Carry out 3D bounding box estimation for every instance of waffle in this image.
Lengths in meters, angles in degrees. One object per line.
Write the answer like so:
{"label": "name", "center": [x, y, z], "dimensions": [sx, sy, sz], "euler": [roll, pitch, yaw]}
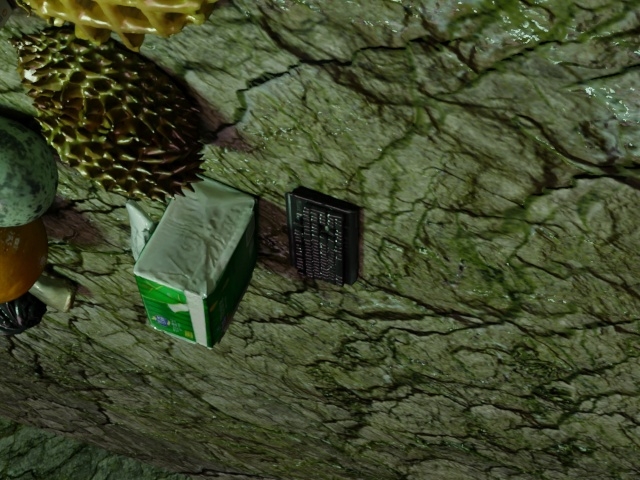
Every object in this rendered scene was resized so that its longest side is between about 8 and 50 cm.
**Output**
{"label": "waffle", "center": [-0.224, -0.269, 1.135], "dimensions": [0.312, 0.060, 0.307], "euler": [36, 154, -31]}

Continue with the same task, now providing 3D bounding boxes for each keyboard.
{"label": "keyboard", "center": [0.000, 0.000, 1.604], "dimensions": [0.094, 0.025, 0.230], "euler": [17, 159, 9]}

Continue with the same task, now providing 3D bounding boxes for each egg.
{"label": "egg", "center": [-0.408, -0.091, 1.662], "dimensions": [0.172, 0.132, 0.132], "euler": [33, 160, 6]}

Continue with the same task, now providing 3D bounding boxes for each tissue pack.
{"label": "tissue pack", "center": [-0.173, 0.021, 1.662], "dimensions": [0.156, 0.148, 0.209], "euler": [21, 160, 5]}

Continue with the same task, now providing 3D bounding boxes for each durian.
{"label": "durian", "center": [-0.220, -0.144, 1.420], "dimensions": [0.252, 0.144, 0.139], "euler": [23, -162, -18]}

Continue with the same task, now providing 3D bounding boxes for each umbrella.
{"label": "umbrella", "center": [-0.637, 0.084, 2.372], "dimensions": [0.340, 0.118, 0.118], "euler": [14, 158, 23]}

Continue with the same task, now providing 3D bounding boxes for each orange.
{"label": "orange", "center": [-0.501, -0.014, 1.894], "dimensions": [0.240, 0.171, 0.240], "euler": [26, 173, 3]}

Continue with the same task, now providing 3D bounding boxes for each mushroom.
{"label": "mushroom", "center": [-0.489, 0.047, 2.213], "dimensions": [0.202, 0.054, 0.059], "euler": [40, 149, -25]}

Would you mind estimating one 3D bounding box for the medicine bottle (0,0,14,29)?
{"label": "medicine bottle", "center": [-0.425, -0.179, 1.367], "dimensions": [0.171, 0.201, 0.052], "euler": [11, 152, 34]}
